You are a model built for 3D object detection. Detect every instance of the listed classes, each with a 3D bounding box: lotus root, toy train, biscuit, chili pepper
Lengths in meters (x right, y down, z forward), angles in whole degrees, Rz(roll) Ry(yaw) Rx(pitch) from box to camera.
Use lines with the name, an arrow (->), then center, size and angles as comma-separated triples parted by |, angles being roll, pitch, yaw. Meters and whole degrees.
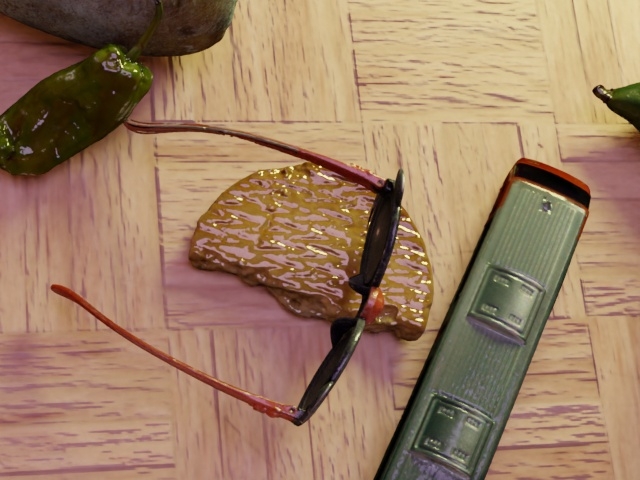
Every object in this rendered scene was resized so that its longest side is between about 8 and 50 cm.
lotus root -> -0.225, -0.259, 1.313 | 0.322, 0.140, 0.158 | 11, 68, -7
toy train -> 0.149, 0.092, 1.305 | 0.086, 0.089, 0.409 | 25, 67, 2
biscuit -> 0.000, 0.000, 1.328 | 0.224, 0.033, 0.144 | 17, 68, -5
chili pepper -> -0.200, -0.127, 1.282 | 0.204, 0.073, 0.072 | -33, 97, 7

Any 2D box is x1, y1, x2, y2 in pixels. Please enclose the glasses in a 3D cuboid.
glasses -> -0.074, 0.011, 1.233 | 0.268, 0.118, 0.234 | 22, 73, -3

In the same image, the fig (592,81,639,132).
fig -> 0.353, -0.124, 1.430 | 0.178, 0.117, 0.117 | 1, 69, 3
